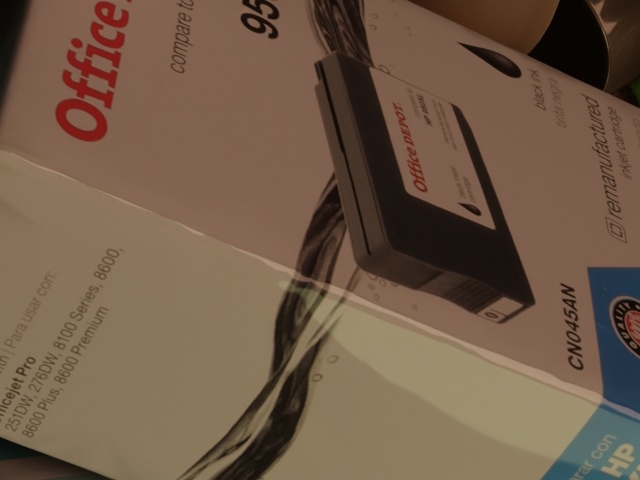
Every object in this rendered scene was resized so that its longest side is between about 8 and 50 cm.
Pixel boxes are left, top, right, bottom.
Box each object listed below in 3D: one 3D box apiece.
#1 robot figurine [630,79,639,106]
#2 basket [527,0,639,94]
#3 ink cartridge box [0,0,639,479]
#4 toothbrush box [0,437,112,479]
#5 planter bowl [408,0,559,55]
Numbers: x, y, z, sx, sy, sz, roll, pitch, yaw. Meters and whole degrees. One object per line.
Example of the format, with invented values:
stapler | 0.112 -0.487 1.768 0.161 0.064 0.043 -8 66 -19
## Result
robot figurine | 0.291 -0.117 1.448 0.115 0.067 0.101 57 28 -32
basket | 0.230 -0.207 1.325 0.227 0.154 0.204 -37 127 -30
ink cartridge box | 0.000 0.000 0.925 0.395 0.166 0.285 23 36 -17
toothbrush box | -0.166 0.151 0.932 0.295 0.216 0.126 -4 106 -45
planter bowl | 0.085 -0.203 1.190 0.109 0.162 0.162 4 93 -19
